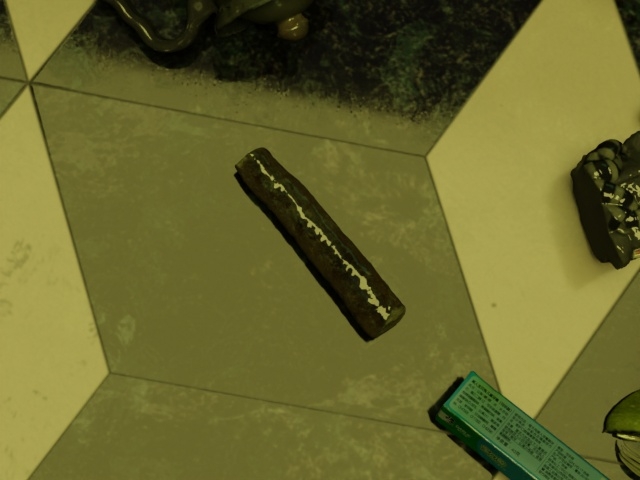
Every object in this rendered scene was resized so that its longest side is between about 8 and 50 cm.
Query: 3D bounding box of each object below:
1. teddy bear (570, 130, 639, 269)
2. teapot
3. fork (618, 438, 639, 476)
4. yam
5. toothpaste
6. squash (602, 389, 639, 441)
[{"bbox_3d":[0.416,-0.088,1.801,0.251,0.144,0.171,-30,70,-12],"label":"teddy bear"},{"bbox_3d":[-0.120,-0.352,1.765,0.305,0.223,0.285,-27,91,-11],"label":"teapot"},{"bbox_3d":[0.461,0.293,1.765,0.219,0.028,0.034,20,117,13],"label":"fork"},{"bbox_3d":[0.000,0.000,1.793,0.061,0.061,0.274,-39,85,-10],"label":"yam"},{"bbox_3d":[0.262,0.264,1.746,0.267,0.050,0.065,38,64,11],"label":"toothpaste"},{"bbox_3d":[0.494,0.218,1.815,0.252,0.169,0.093,1,75,29],"label":"squash"}]
